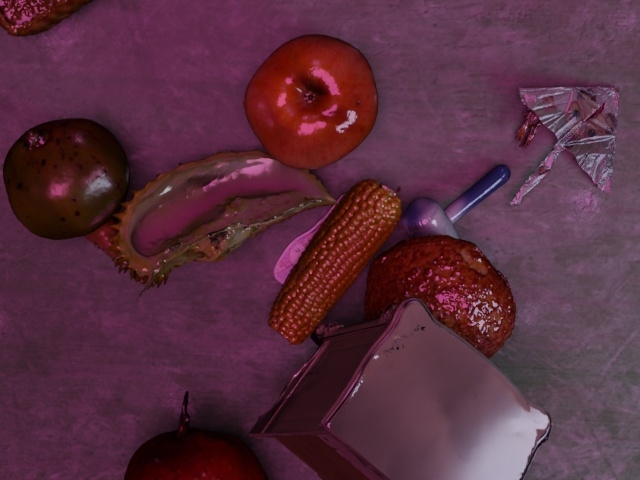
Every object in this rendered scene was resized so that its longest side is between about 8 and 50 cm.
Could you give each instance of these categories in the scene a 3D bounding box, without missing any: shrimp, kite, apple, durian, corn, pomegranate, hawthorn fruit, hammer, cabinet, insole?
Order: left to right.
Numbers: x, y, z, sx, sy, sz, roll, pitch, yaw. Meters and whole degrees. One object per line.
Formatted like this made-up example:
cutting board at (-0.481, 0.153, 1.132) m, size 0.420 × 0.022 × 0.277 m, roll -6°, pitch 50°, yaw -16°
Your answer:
pomegranate at (-0.374, -0.074, 1.862) m, size 0.198 × 0.198 × 0.246 m, roll -36°, pitch 98°, yaw 7°
hawthorn fruit at (-0.188, 0.387, 1.895) m, size 0.254 × 0.254 × 0.300 m, roll -2°, pitch 86°, yaw 4°
durian at (-0.167, -0.041, 1.844) m, size 0.355 × 0.169 × 0.157 m, roll -26°, pitch 108°, yaw -20°
apple at (-0.015, -0.211, 1.835) m, size 0.209 × 0.164 × 0.209 m, roll 0°, pitch 95°, yaw 4°
insole at (0.000, 0.000, 1.942) m, size 0.065 × 0.004 × 0.197 m, roll 45°, pitch 98°, yaw -3°
corn at (0.024, 0.025, 1.893) m, size 0.101 × 0.101 × 0.310 m, roll 36°, pitch 104°, yaw -2°
cabinet at (0.106, 0.270, 1.746) m, size 0.290 × 0.318 × 0.227 m, roll 41°, pitch 67°, yaw -12°
hammer at (0.222, -0.052, 1.887) m, size 0.194 × 0.069 × 0.116 m, roll -39°, pitch 124°, yaw -6°
shrimp at (0.330, -0.188, 1.881) m, size 0.029 × 0.038 × 0.092 m, roll 31°, pitch 102°, yaw 42°
kite at (0.377, -0.151, 1.877) m, size 0.229 × 0.012 × 0.250 m, roll 43°, pitch 87°, yaw -14°

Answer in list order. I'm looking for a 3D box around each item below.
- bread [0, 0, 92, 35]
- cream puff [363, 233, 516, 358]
bread at (-0.428, -0.432, 1.864) m, size 0.222 × 0.096 × 0.181 m, roll -32°, pitch 95°, yaw 9°
cream puff at (0.174, 0.106, 1.842) m, size 0.240 × 0.240 × 0.164 m, roll 24°, pitch 56°, yaw 0°
